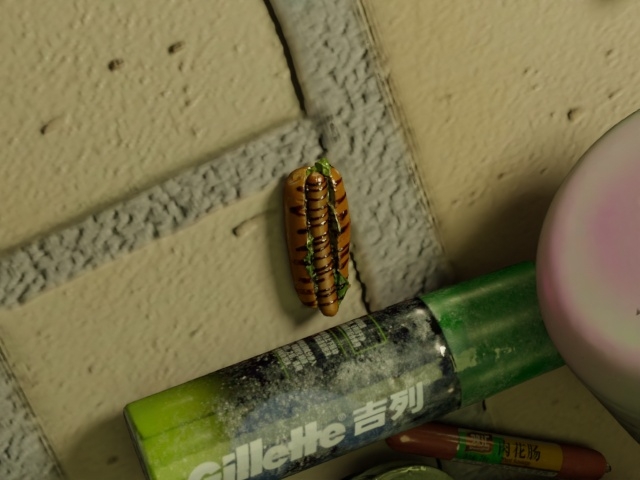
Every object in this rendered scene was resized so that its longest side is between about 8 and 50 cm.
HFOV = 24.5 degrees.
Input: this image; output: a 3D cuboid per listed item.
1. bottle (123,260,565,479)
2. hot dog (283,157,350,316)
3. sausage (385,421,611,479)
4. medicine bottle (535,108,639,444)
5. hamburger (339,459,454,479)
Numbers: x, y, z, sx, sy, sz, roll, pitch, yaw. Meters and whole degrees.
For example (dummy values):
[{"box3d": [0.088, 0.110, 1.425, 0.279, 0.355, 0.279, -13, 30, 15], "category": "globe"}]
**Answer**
[{"box3d": [0.023, 0.107, 1.094, 0.330, 0.093, 0.093, -20, 117, -11], "category": "bottle"}, {"box3d": [0.000, 0.000, 1.073, 0.049, 0.037, 0.122, -13, 114, -11], "category": "hot dog"}, {"box3d": [0.145, 0.171, 1.200, 0.223, 0.029, 0.029, 12, 107, -24], "category": "sausage"}, {"box3d": [0.327, 0.064, 1.070, 0.256, 0.256, 0.325, -45, 135, 2], "category": "medicine bottle"}, {"box3d": [0.055, 0.238, 1.179, 0.133, 0.062, 0.140, -21, 115, -15], "category": "hamburger"}]
